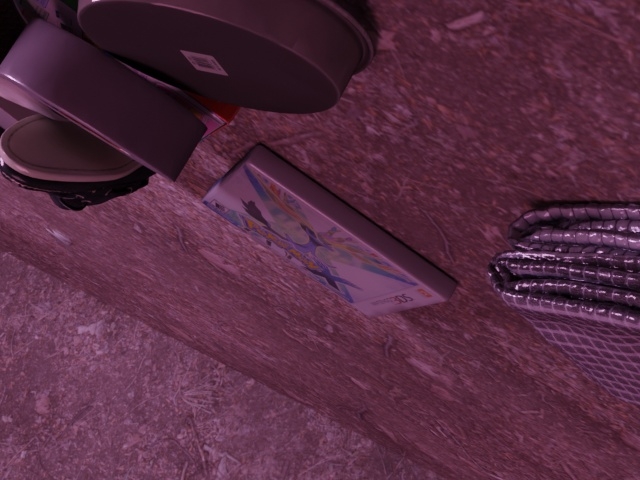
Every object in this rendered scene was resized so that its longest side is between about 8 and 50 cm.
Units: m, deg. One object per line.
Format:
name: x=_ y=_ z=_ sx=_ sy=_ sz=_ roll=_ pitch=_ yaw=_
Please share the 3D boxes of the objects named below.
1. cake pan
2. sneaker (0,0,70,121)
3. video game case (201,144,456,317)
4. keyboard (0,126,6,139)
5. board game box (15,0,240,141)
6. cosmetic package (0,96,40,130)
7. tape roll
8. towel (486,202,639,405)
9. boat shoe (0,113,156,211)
cake pan: x=-0.097 y=-0.190 z=1.035 sx=0.293 sy=0.054 sz=0.293 roll=16 pitch=171 yaw=3
sneaker: x=-0.392 y=-0.233 z=1.257 sx=0.123 sy=0.106 sz=0.290 roll=16 pitch=159 yaw=36
video game case: x=0.000 y=0.000 z=1.581 sx=0.329 sy=0.036 sz=0.300 roll=35 pitch=163 yaw=-10
keyboard: x=-0.655 y=-0.269 z=1.988 sx=0.202 sy=0.033 sz=0.317 roll=27 pitch=163 yaw=-5
board game box: x=-0.252 y=-0.232 z=1.313 sx=0.316 sy=0.064 sz=0.242 roll=36 pitch=163 yaw=-15
cosmetic package: x=-0.422 y=-0.197 z=1.652 sx=0.238 sy=0.107 sz=0.127 roll=37 pitch=166 yaw=-27
tape roll: x=-0.232 y=-0.149 z=1.188 sx=0.219 sy=0.072 sz=0.219 roll=32 pitch=177 yaw=2
towel: x=0.329 y=0.078 z=1.073 sx=0.235 sy=0.121 sz=0.284 roll=40 pitch=161 yaw=-29
boat shoe: x=-0.301 y=-0.092 z=1.407 sx=0.127 sy=0.113 sz=0.340 roll=37 pitch=-157 yaw=6
